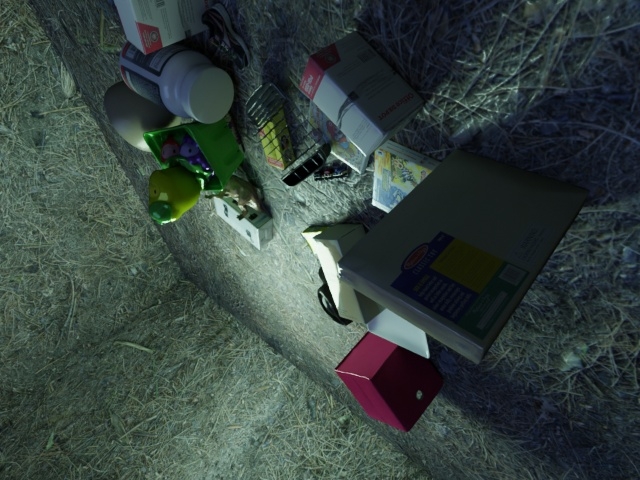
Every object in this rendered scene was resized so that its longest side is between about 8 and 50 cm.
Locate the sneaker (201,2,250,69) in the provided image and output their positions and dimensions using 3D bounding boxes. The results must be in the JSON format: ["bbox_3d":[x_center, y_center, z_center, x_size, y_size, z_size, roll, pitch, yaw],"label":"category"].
[{"bbox_3d":[-0.271,-0.558,1.143,0.072,0.077,0.178,-2,126,57],"label":"sneaker"}]

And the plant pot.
[{"bbox_3d":[-0.651,-0.516,1.584,0.190,0.284,0.284,-21,113,25],"label":"plant pot"}]

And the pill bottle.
[{"bbox_3d":[-0.465,-0.522,1.322,0.362,0.210,0.210,33,149,27],"label":"pill bottle"}]

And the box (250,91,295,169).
[{"bbox_3d":[-0.146,-0.338,1.267,0.087,0.058,0.232,26,146,32],"label":"box"}]

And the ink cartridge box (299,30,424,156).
[{"bbox_3d":[0.088,-0.309,0.862,0.218,0.158,0.092,46,151,4],"label":"ink cartridge box"}]

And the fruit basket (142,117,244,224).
[{"bbox_3d":[-0.501,-0.254,1.445,0.392,0.392,0.283,13,137,48],"label":"fruit basket"}]

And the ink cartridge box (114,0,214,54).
[{"bbox_3d":[-0.406,-0.630,1.074,0.100,0.237,0.172,41,152,19],"label":"ink cartridge box"}]

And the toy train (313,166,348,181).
[{"bbox_3d":[0.029,-0.200,1.233,0.158,0.027,0.036,5,120,53],"label":"toy train"}]

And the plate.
[{"bbox_3d":[0.260,0.249,1.423,0.277,0.045,0.278,17,130,46],"label":"plate"}]

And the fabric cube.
[{"bbox_3d":[0.264,0.523,1.581,0.258,0.254,0.259,56,152,-11],"label":"fabric cube"}]

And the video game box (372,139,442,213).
[{"bbox_3d":[0.219,-0.133,1.025,0.187,0.048,0.205,29,147,27],"label":"video game box"}]

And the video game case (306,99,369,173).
[{"bbox_3d":[0.053,-0.308,1.057,0.206,0.026,0.227,39,151,17],"label":"video game case"}]

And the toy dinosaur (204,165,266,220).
[{"bbox_3d":[-0.322,-0.212,1.632,0.295,0.127,0.200,37,118,-12],"label":"toy dinosaur"}]

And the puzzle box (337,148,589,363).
[{"bbox_3d":[0.260,-0.009,0.736,0.272,0.409,0.052,30,148,32],"label":"puzzle box"}]

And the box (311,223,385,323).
[{"bbox_3d":[0.101,0.106,1.363,0.148,0.121,0.311,3,118,54],"label":"box"}]

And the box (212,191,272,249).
[{"bbox_3d":[-0.344,-0.110,1.812,0.290,0.087,0.169,37,151,19],"label":"box"}]

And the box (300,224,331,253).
[{"bbox_3d":[0.000,0.000,1.512,0.179,0.043,0.105,-3,124,53],"label":"box"}]

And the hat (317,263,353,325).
[{"bbox_3d":[0.081,0.243,1.612,0.331,0.134,0.331,34,148,25],"label":"hat"}]

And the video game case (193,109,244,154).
[{"bbox_3d":[-0.395,-0.430,1.523,0.232,0.042,0.210,28,147,34],"label":"video game case"}]

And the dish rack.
[{"bbox_3d":[-0.107,-0.299,1.150,0.271,0.074,0.208,48,145,-13],"label":"dish rack"}]
